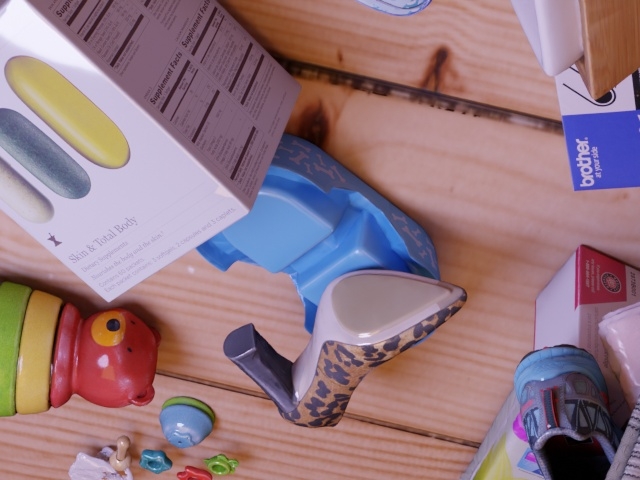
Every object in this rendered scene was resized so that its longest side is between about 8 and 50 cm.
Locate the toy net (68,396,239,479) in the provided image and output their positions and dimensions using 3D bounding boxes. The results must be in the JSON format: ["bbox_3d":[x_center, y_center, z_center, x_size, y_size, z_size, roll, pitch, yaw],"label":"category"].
[{"bbox_3d":[-0.215,0.272,1.758,0.232,0.045,0.122,-22,127,32],"label":"toy net"}]

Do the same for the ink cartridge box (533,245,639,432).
[{"bbox_3d":[0.340,0.133,1.406,0.237,0.172,0.100,23,133,-10],"label":"ink cartridge box"}]

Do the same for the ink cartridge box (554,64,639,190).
[{"bbox_3d":[0.263,-0.137,1.250,0.097,0.046,0.207,-4,133,17],"label":"ink cartridge box"}]

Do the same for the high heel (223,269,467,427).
[{"bbox_3d":[0.055,0.118,1.427,0.261,0.093,0.186,-17,140,22],"label":"high heel"}]

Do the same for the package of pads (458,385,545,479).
[{"bbox_3d":[0.303,0.265,1.592,0.229,0.101,0.296,18,134,-4],"label":"package of pads"}]

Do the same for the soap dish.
[{"bbox_3d":[0.183,-0.286,1.009,0.118,0.229,0.291,-14,132,2],"label":"soap dish"}]

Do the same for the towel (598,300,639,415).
[{"bbox_3d":[0.457,0.172,1.265,0.317,0.332,0.053,-19,165,-3],"label":"towel"}]

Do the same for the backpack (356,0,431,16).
[{"bbox_3d":[0.065,-0.243,1.164,0.105,0.084,0.114,25,136,-9],"label":"backpack"}]

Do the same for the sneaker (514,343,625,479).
[{"bbox_3d":[0.248,0.224,1.298,0.104,0.125,0.262,-22,123,22],"label":"sneaker"}]

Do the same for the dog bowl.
[{"bbox_3d":[0.000,0.000,1.423,0.297,0.074,0.166,36,131,-22],"label":"dog bowl"}]

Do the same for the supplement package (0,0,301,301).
[{"bbox_3d":[-0.193,-0.127,1.241,0.199,0.198,0.262,-31,116,34],"label":"supplement package"}]

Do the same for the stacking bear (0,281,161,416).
[{"bbox_3d":[-0.325,0.122,1.563,0.289,0.175,0.164,7,133,-5],"label":"stacking bear"}]

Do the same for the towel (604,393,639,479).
[{"bbox_3d":[0.411,0.216,1.196,0.312,0.324,0.056,23,167,6],"label":"towel"}]
